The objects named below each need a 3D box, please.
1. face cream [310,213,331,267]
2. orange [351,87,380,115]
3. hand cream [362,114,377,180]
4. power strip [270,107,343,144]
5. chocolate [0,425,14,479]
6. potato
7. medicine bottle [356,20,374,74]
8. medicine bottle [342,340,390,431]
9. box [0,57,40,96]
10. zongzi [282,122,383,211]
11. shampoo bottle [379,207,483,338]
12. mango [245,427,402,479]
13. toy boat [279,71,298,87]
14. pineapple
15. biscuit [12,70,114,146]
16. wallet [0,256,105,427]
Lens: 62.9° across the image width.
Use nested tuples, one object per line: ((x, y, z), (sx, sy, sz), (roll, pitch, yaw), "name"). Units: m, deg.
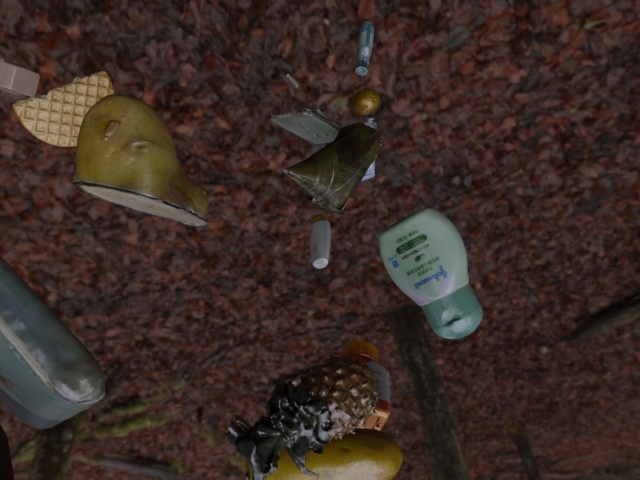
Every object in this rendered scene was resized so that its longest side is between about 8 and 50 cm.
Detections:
((0.000, 0.000, 1.548), (0.072, 0.182, 0.051), (-34, 127, 30), "face cream")
((0.143, -0.442, 1.671), (0.085, 0.085, 0.095), (10, 172, -37), "orange")
((0.177, -0.342, 1.953), (0.088, 0.055, 0.256), (-23, 132, -32), "hand cream")
((-0.025, -0.369, 1.621), (0.198, 0.065, 0.213), (9, 171, 46), "power strip")
((-0.512, 0.305, 0.619), (0.176, 0.224, 0.207), (-16, 120, -11), "chocolate")
((-0.477, -0.233, 1.476), (0.396, 0.296, 0.290), (14, 172, -21), "potato")
((0.156, -0.680, 1.860), (0.053, 0.209, 0.090), (11, 154, -5), "medicine bottle")
((0.102, 0.382, 1.389), (0.149, 0.222, 0.112), (16, 127, -6), "medicine bottle")
((-0.885, -0.471, 1.528), (0.062, 0.090, 0.122), (18, -175, 8), "box")
((0.032, -0.236, 1.461), (0.286, 0.138, 0.300), (-57, 149, 2), "zongzi")
((0.309, 0.098, 1.412), (0.221, 0.350, 0.151), (-29, 172, 21), "shampoo bottle")
((0.002, 0.499, 1.137), (0.364, 0.182, 0.253), (-15, 150, 21), "mango")
((-0.119, -0.601, 1.955), (0.016, 0.115, 0.063), (-45, 118, 3), "toy boat")
((-0.022, 0.314, 0.916), (0.309, 0.170, 0.141), (-14, 162, -48), "pineapple")
((-0.794, -0.407, 1.683), (0.308, 0.040, 0.205), (-35, 132, -29), "biscuit")
((-0.390, 0.127, 0.642), (0.083, 0.252, 0.360), (-46, -172, -39), "wallet")
